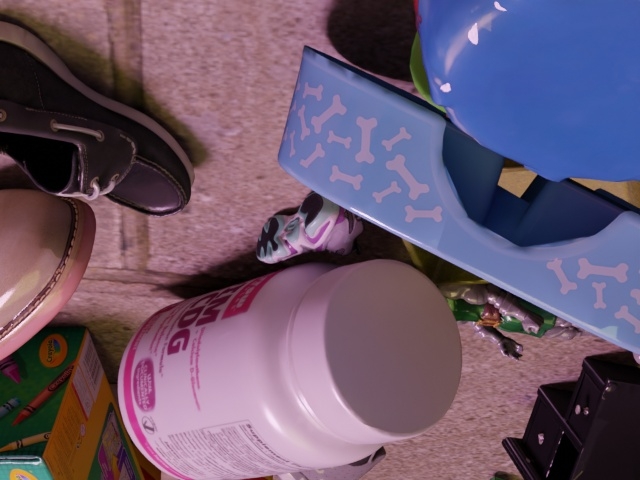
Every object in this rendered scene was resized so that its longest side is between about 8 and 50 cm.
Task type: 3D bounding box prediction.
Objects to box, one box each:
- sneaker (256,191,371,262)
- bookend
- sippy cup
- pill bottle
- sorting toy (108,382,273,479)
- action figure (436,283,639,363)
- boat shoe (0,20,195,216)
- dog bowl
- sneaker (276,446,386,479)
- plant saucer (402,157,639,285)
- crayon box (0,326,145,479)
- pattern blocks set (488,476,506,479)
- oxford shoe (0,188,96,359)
[{"bbox_3d":[0.000,0.000,1.167,0.069,0.038,0.098,20,151,-31],"label":"sneaker"},{"bbox_3d":[0.253,0.172,1.454,0.072,0.156,0.157,11,110,-17],"label":"bookend"},{"bbox_3d":[0.126,-0.152,0.601,0.240,0.224,0.305,-5,154,15],"label":"sippy cup"},{"bbox_3d":[-0.028,0.105,1.220,0.160,0.160,0.283,20,157,-33],"label":"pill bottle"},{"bbox_3d":[-0.174,0.248,1.668,0.257,0.089,0.255,10,154,-15],"label":"sorting toy"},{"bbox_3d":[0.166,0.058,1.258,0.232,0.063,0.137,9,158,-6],"label":"action figure"},{"bbox_3d":[-0.168,-0.060,1.011,0.084,0.079,0.233,-13,152,28],"label":"boat shoe"},{"bbox_3d":[0.108,-0.019,0.906,0.297,0.074,0.166,26,-173,1],"label":"dog bowl"},{"bbox_3d":[-0.020,0.171,1.521,0.132,0.086,0.228,-37,127,19],"label":"sneaker"},{"bbox_3d":[0.149,-0.028,1.083,0.188,0.045,0.188,-4,155,14],"label":"plant saucer"},{"bbox_3d":[-0.239,0.238,1.443,0.081,0.165,0.278,-3,130,12],"label":"crayon box"},{"bbox_3d":[0.361,0.304,1.808,0.324,0.026,0.285,0,155,6],"label":"pattern blocks set"},{"bbox_3d":[-0.347,0.027,1.152,0.397,0.140,0.146,-15,143,30],"label":"oxford shoe"}]
